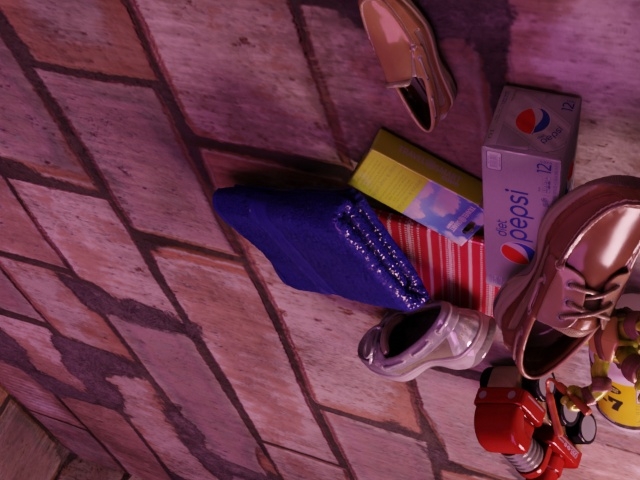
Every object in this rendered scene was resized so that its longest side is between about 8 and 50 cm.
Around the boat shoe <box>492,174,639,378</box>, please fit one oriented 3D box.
[{"bbox_3d":[0.296,0.052,1.135,0.123,0.116,0.324,4,144,-9],"label":"boat shoe"}]

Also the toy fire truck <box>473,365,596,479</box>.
[{"bbox_3d":[0.317,0.355,1.653,0.158,0.246,0.217,-8,137,45],"label":"toy fire truck"}]

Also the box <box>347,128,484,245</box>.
[{"bbox_3d":[0.134,-0.068,1.317,0.178,0.042,0.109,28,152,-4],"label":"box"}]

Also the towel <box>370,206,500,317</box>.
[{"bbox_3d":[0.149,0.026,1.474,0.275,0.031,0.199,15,150,19],"label":"towel"}]

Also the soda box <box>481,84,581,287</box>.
[{"bbox_3d":[0.250,-0.050,1.196,0.091,0.098,0.286,13,149,19],"label":"soda box"}]

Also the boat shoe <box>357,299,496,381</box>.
[{"bbox_3d":[0.143,0.148,1.563,0.103,0.118,0.320,31,160,-19],"label":"boat shoe"}]

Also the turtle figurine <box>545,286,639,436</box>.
[{"bbox_3d":[0.361,0.134,1.219,0.087,0.269,0.217,11,-176,-12],"label":"turtle figurine"}]

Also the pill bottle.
[{"bbox_3d":[0.434,0.170,1.387,0.119,0.119,0.208,11,148,26],"label":"pill bottle"}]

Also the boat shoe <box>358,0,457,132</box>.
[{"bbox_3d":[0.094,-0.197,1.106,0.068,0.072,0.190,-2,140,41],"label":"boat shoe"}]

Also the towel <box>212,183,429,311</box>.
[{"bbox_3d":[0.000,0.000,1.458,0.308,0.076,0.227,9,148,52],"label":"towel"}]
